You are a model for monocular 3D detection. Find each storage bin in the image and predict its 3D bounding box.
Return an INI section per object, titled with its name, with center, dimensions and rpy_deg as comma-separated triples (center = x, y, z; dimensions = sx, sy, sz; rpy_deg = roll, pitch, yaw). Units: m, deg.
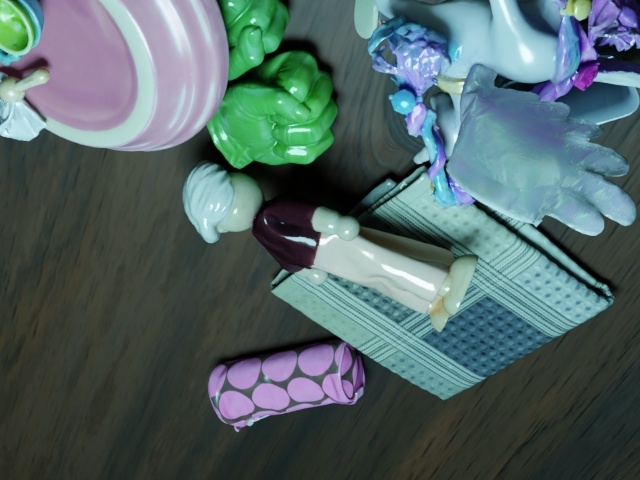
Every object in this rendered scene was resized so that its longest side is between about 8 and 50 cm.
[storage bin]
center = 0.263, -0.170, 1.392
dimensions = 0.135, 0.091, 0.098
rpy_deg = -16, 128, 25

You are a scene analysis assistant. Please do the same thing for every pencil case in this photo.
[pencil case]
center = -0.042, 0.196, 1.794
dimensions = 0.209, 0.095, 0.098
rpy_deg = -14, 94, 24

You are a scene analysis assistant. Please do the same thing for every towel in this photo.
[towel]
center = 0.146, 0.056, 1.664
dimensions = 0.324, 0.056, 0.312
rpy_deg = 34, 133, -23

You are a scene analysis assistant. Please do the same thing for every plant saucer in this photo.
[plant saucer]
center = -0.254, -0.221, 1.375
dimensions = 0.332, 0.084, 0.332
rpy_deg = 21, 137, 21

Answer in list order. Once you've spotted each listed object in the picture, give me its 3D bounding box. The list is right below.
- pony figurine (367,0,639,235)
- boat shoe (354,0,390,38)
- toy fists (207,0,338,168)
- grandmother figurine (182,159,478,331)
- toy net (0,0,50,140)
[pony figurine]
center = 0.189, -0.180, 1.221
dimensions = 0.351, 0.303, 0.363
rpy_deg = 17, 126, 46
[boat shoe]
center = 0.067, -0.272, 1.369
dimensions = 0.043, 0.049, 0.137
rpy_deg = -21, 139, -29
[toy fists]
center = -0.081, -0.190, 1.436
dimensions = 0.142, 0.096, 0.279
rpy_deg = -16, 127, 23
[grandmother figurine]
center = 0.000, 0.000, 1.535
dimensions = 0.342, 0.104, 0.208
rpy_deg = 23, 148, -1
[toy net]
center = -0.337, -0.184, 1.371
dimensions = 0.122, 0.045, 0.232
rpy_deg = 29, 140, 10
